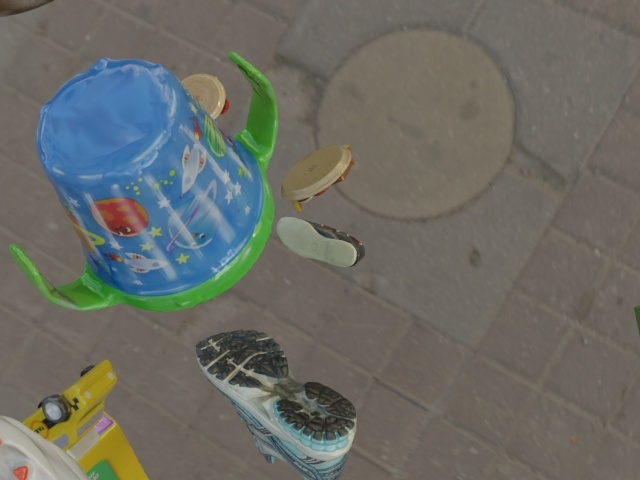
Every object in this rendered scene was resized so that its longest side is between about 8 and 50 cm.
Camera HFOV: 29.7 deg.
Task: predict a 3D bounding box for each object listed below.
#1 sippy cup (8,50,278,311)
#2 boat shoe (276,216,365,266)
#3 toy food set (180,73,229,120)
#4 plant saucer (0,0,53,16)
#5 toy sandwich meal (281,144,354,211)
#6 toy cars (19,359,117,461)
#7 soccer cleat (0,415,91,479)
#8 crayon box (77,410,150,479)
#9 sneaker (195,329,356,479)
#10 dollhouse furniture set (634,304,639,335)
[{"bbox_3d":[-0.192,-0.074,1.325,0.240,0.224,0.305,3,60,20],"label":"sippy cup"},{"bbox_3d":[-0.001,0.002,1.686,0.133,0.042,0.049,22,107,24],"label":"boat shoe"},{"bbox_3d":[-0.162,-0.183,1.604,0.082,0.020,0.083,-14,67,10],"label":"toy food set"},{"bbox_3d":[-0.149,-0.218,0.724,0.036,0.198,0.198,26,82,0],"label":"plant saucer"},{"bbox_3d":[0.000,-0.059,1.147,0.085,0.029,0.085,-27,28,16],"label":"toy sandwich meal"},{"bbox_3d":[-0.404,0.297,1.506,0.393,0.176,0.087,-37,92,-11],"label":"toy cars"},{"bbox_3d":[-0.156,0.186,0.779,0.068,0.076,0.196,-42,91,6],"label":"soccer cleat"},{"bbox_3d":[-0.411,0.433,1.729,0.106,0.313,0.363,33,64,32],"label":"crayon box"},{"bbox_3d":[-0.071,0.218,1.545,0.110,0.122,0.283,-18,37,-33],"label":"sneaker"},{"bbox_3d":[0.612,0.231,1.795,0.151,0.197,0.301,-18,100,-16],"label":"dollhouse furniture set"}]
